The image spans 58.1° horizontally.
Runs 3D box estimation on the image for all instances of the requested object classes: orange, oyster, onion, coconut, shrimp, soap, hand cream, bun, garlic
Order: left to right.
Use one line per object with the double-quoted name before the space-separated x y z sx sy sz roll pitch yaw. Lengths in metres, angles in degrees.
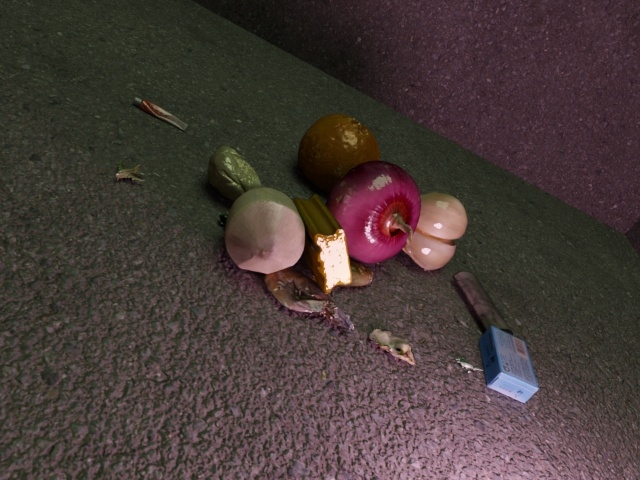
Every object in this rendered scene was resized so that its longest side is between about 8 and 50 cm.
"hand cream" -0.609 -0.481 2.190 0.216 0.038 0.052 27 58 -13
"bun" -0.300 -0.211 1.962 0.220 0.134 0.220 50 12 -15
"coconut" -0.165 -0.022 1.694 0.237 0.237 0.266 18 19 -21
"shrimp" -0.039 0.179 1.703 0.317 0.062 0.164 36 35 16
"soap" 0.000 0.000 1.779 0.096 0.204 0.324 -14 27 -9
"shrimp" 0.065 0.105 1.895 0.267 0.061 0.145 -11 41 -43
"orange" 0.083 -0.354 2.336 0.340 0.293 0.341 24 32 -16
"onion" 0.207 -0.088 1.986 0.345 0.358 0.358 26 28 22
"oyster" 0.214 0.309 1.740 0.146 0.045 0.122 10 39 -18
"garlic" 0.424 -0.034 2.196 0.313 0.286 0.249 28 -3 -22

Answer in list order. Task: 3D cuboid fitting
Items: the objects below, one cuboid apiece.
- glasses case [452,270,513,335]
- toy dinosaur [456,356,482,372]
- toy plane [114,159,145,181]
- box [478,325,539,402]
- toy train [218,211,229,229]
"glasses case" 0.602 0.239 2.153 0.114 0.060 0.299 14 35 -30
"toy dinosaur" 0.475 0.401 1.856 0.083 0.021 0.062 13 23 -25
"toy plane" -0.601 -0.211 1.797 0.102 0.040 0.111 35 32 11
"box" 0.619 0.406 1.910 0.142 0.083 0.232 25 33 -9
"toy train" -0.278 -0.051 1.845 0.103 0.044 0.064 42 22 18
